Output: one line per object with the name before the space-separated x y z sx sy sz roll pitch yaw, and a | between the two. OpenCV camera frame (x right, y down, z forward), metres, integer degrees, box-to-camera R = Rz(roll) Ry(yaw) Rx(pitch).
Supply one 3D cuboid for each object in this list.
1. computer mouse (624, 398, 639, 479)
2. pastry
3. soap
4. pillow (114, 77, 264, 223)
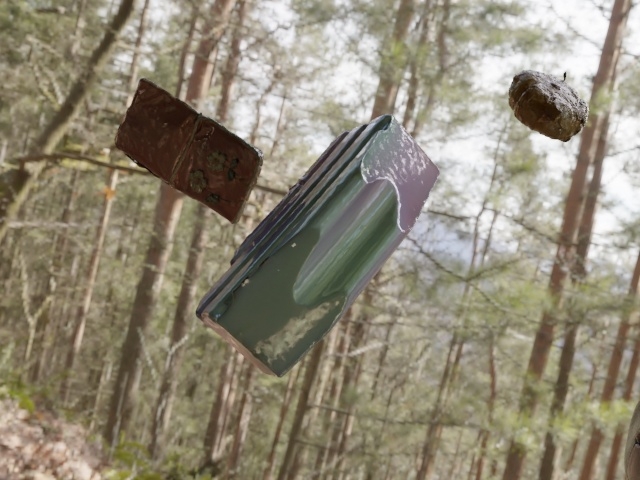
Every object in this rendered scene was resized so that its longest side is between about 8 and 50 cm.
computer mouse | 0.605 0.394 1.425 0.121 0.297 0.184 -12 41 15
pastry | 0.400 -0.239 1.414 0.153 0.153 0.081 12 -40 -27
soap | 0.000 0.000 0.924 0.109 0.324 0.193 46 -21 -14
pillow | -0.187 -0.127 1.133 0.232 0.126 0.043 32 23 14
